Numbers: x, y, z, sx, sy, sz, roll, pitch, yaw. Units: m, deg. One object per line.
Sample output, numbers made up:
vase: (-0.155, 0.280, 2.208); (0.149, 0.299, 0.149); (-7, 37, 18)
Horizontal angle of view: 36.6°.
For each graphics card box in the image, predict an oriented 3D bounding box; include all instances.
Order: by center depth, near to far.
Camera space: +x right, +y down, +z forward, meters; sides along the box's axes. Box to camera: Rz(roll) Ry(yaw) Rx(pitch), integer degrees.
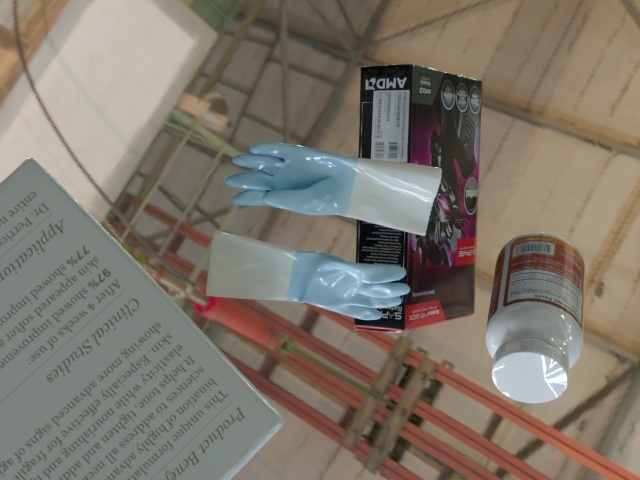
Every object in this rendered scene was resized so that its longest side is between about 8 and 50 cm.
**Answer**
graphics card box: (0.146, -0.061, 1.408); (0.094, 0.233, 0.371); (3, -87, 34)

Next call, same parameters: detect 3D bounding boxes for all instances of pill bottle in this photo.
pill bottle: (0.276, 0.098, 1.239); (0.121, 0.121, 0.216); (-13, -146, 27)

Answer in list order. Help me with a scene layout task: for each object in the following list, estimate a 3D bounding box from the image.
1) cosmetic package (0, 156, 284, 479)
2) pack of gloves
cosmetic package: (-0.303, 0.179, 1.122); (0.329, 0.327, 0.393); (-43, -90, -12)
pack of gloves: (0.000, 0.000, 1.047); (0.046, 0.232, 0.195); (-94, -166, -65)
